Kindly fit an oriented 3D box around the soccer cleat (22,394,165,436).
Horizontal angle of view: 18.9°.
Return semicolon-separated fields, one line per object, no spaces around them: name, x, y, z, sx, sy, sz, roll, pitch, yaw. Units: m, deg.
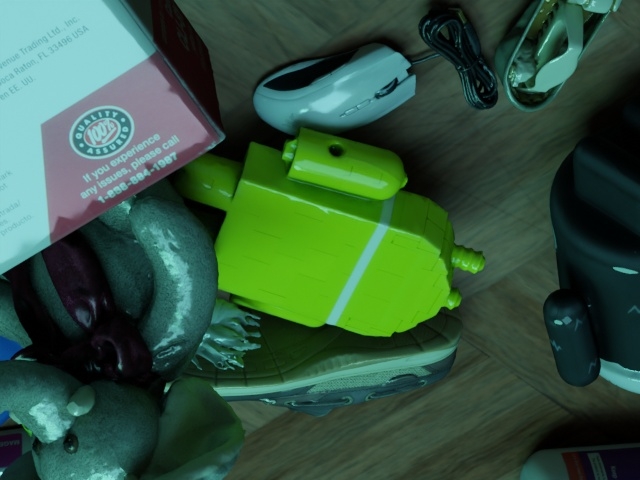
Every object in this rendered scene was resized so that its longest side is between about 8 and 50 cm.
soccer cleat;-0.192;0.159;1.795;0.179;0.060;0.072;-12;170;7

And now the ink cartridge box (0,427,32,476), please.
ink cartridge box;-0.223;0.293;1.952;0.185;0.065;0.311;-9;140;3

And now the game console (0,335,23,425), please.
game console;-0.443;0.104;1.738;0.250;0.173;0.293;4;148;37

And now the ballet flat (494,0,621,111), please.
ballet flat;0.201;-0.182;1.472;0.072;0.068;0.213;12;135;-20

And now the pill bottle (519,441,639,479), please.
pill bottle;0.368;0.289;1.930;0.323;0.181;0.181;-4;138;-2

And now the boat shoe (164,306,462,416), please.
boat shoe;-0.011;0.115;1.752;0.285;0.103;0.092;-10;134;-5

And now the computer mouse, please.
computer mouse;0.040;-0.120;1.539;0.193;0.042;0.106;-18;138;12

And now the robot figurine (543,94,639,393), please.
robot figurine;0.286;0.012;1.617;0.209;0.174;0.278;-9;138;6

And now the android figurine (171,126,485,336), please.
android figurine;0.000;0.000;1.616;0.272;0.056;0.248;15;145;-6

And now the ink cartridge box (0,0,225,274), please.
ink cartridge box;-0.283;-0.172;1.270;0.279;0.160;0.385;-29;121;11

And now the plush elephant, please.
plush elephant;-0.190;0.094;1.538;0.272;0.255;0.330;-20;134;37
